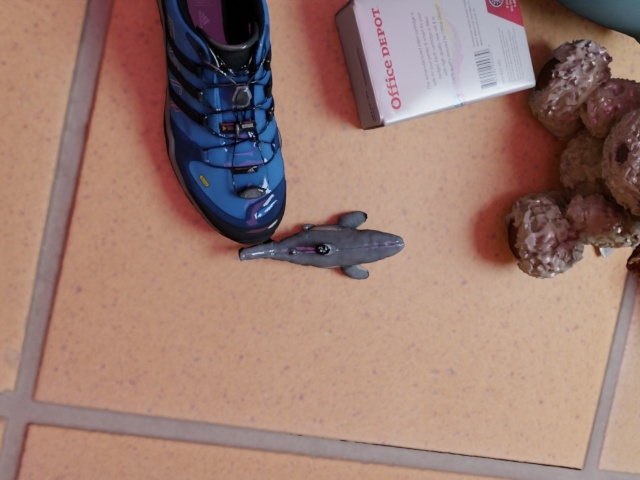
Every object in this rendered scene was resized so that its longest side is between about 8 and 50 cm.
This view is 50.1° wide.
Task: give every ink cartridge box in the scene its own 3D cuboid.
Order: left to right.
[{"bbox_3d":[0.116,-0.197,0.703,0.175,0.072,0.127,-16,99,-13],"label":"ink cartridge box"}]

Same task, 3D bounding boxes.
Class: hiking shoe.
[{"bbox_3d":[-0.094,-0.140,0.623,0.113,0.132,0.304,-15,99,-13],"label":"hiking shoe"}]

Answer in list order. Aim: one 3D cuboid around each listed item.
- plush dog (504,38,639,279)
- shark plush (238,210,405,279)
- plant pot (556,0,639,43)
[{"bbox_3d":[0.335,-0.070,0.693,0.210,0.225,0.263,11,92,-15],"label":"plush dog"},{"bbox_3d":[0.000,0.000,0.694,0.161,0.067,0.073,9,93,-15],"label":"shark plush"},{"bbox_3d":[0.327,-0.318,0.655,0.255,0.271,0.272,27,88,-37],"label":"plant pot"}]
